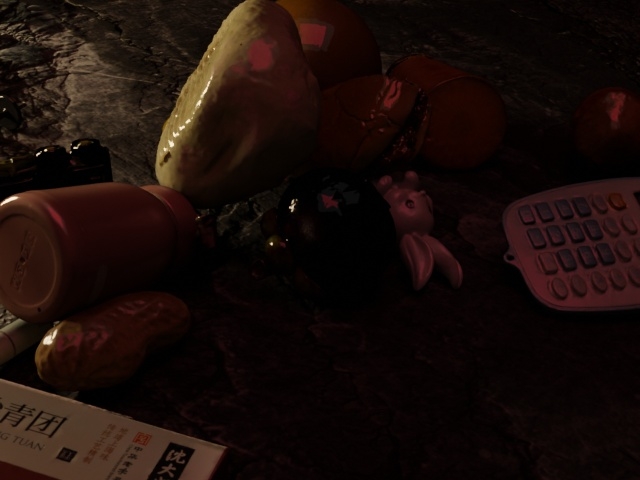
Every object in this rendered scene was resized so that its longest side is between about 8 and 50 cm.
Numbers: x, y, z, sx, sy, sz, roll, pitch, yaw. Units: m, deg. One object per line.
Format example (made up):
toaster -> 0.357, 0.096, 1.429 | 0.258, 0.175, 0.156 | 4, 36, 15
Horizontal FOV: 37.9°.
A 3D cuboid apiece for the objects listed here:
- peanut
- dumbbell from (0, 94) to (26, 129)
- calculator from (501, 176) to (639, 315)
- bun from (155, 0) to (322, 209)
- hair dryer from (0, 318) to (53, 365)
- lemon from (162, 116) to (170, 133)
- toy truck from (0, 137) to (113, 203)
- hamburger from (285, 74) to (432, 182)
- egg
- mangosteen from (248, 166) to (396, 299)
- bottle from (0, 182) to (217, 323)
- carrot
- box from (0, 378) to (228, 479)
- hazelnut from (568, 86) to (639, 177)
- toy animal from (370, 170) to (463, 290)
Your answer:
peanut -> -0.263, 0.130, 1.210 | 0.108, 0.095, 0.226 | 42, 41, 21
dumbbell -> -0.601, -0.228, 1.730 | 0.069, 0.069, 0.147 | 20, 35, 21
calculator -> 0.474, 0.008, 1.496 | 0.386, 0.054, 0.256 | -6, 53, -11
bun -> -0.114, -0.198, 1.476 | 0.213, 0.361, 0.361 | 29, 29, -16
hair dryer -> -0.477, 0.120, 1.244 | 0.183, 0.044, 0.155 | 18, 31, 26
lemon -> -0.252, -0.189, 1.716 | 0.082, 0.082, 0.110 | -4, 37, -15
toy truck -> -0.466, -0.087, 1.493 | 0.257, 0.127, 0.127 | -18, 25, -31
hamburger -> 0.054, -0.172, 1.586 | 0.155, 0.282, 0.245 | 30, 15, -41
egg -> -0.028, -0.323, 1.773 | 0.283, 0.282, 0.351 | -2, 16, -13
mangosteen -> 0.000, 0.000, 1.397 | 0.230, 0.194, 0.194 | -37, 42, -1
bottle -> -0.286, 0.006, 1.291 | 0.206, 0.173, 0.297 | -3, 5, 32
carrot -> 0.232, -0.260, 1.860 | 0.196, 0.196, 0.254 | -3, 23, -15
box -> -0.317, 0.316, 0.879 | 0.345, 0.122, 0.385 | 13, 33, 11
hazelnut -> 0.560, -0.198, 1.803 | 0.182, 0.182, 0.182 | 4, 33, -3
toy animal -> 0.150, -0.023, 1.489 | 0.104, 0.130, 0.221 | 7, 27, -43
